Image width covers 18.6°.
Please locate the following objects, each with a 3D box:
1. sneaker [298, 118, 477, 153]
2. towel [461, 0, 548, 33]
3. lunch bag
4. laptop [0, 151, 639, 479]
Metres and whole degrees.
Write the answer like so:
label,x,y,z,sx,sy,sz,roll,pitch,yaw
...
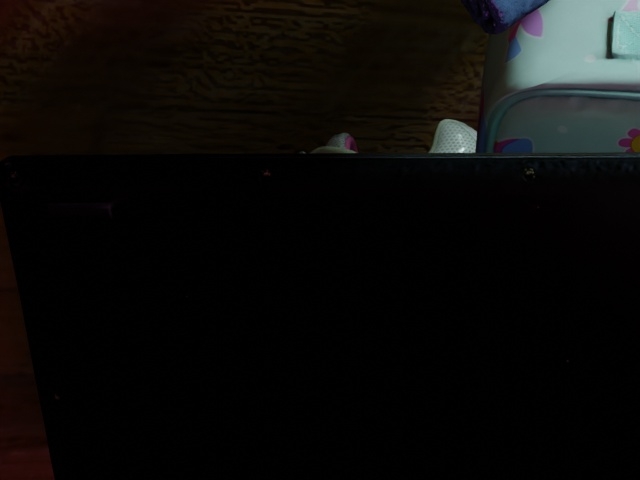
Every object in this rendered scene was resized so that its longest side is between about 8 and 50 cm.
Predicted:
label,x,y,z,sx,sy,sz,roll,pitch,yaw
sneaker,0.000,0.000,1.131,0.252,0.111,0.103,-16,176,2
towel,0.099,-0.144,0.829,0.119,0.029,0.067,-38,115,-21
lunch bag,0.217,-0.044,0.977,0.279,0.108,0.224,4,144,6
laptop,0.067,0.077,1.067,0.382,0.236,0.408,0,122,9
